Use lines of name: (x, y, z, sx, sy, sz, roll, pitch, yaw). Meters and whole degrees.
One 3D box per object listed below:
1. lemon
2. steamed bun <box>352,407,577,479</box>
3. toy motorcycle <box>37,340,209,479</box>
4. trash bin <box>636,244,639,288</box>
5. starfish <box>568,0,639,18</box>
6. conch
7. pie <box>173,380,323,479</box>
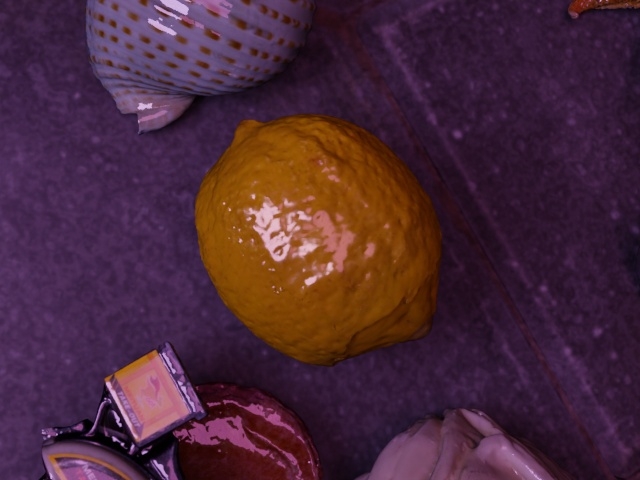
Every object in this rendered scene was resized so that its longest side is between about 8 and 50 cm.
lemon: (-0.002, -0.002, 0.620, 0.193, 0.181, 0.180, 40, 77, -28)
steamed bun: (0.122, 0.249, 0.636, 0.218, 0.144, 0.211, 38, 79, -6)
toy motorcycle: (-0.099, 0.219, 0.564, 0.157, 0.091, 0.263, -31, 84, -10)
trash bin: (0.402, 0.027, 0.720, 0.161, 0.175, 0.175, -23, 90, -24)
starfish: (0.353, -0.228, 0.761, 0.241, 0.043, 0.227, -7, 55, 5)
conch: (-0.098, -0.183, 0.639, 0.172, 0.131, 0.200, 37, 78, -7)
pie: (-0.084, 0.201, 0.644, 0.183, 0.049, 0.182, 0, 91, -9)
